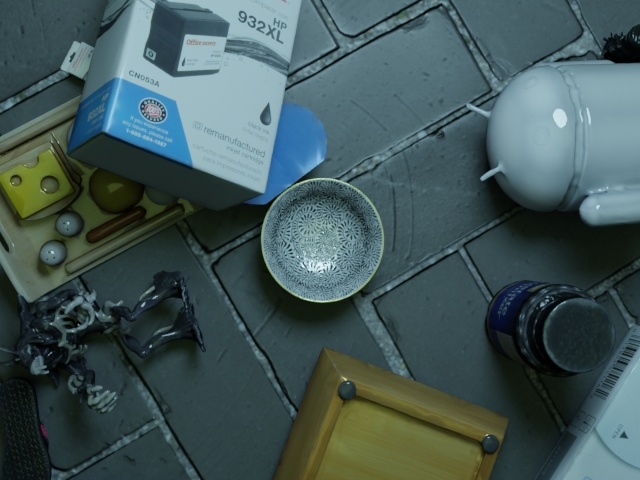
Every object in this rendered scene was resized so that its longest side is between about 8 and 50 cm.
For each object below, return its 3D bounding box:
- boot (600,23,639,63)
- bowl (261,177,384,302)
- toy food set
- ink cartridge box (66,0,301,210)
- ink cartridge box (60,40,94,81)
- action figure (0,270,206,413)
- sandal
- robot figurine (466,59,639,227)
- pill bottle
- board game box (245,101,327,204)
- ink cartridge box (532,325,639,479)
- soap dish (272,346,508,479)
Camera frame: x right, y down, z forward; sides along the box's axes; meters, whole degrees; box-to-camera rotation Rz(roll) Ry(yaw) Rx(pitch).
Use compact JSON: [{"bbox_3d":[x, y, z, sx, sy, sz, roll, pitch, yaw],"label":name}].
[{"bbox_3d":[0.475,-0.271,1.210,0.121,0.099,0.045,20,86,-5],"label":"boot"},{"bbox_3d":[0.000,0.000,1.175,0.170,0.080,0.170,0,89,-5],"label":"bowl"},{"bbox_3d":[-0.315,-0.081,1.131,0.306,0.092,0.220,-29,100,-5],"label":"toy food set"},{"bbox_3d":[-0.164,-0.223,1.068,0.223,0.129,0.307,20,70,-31],"label":"ink cartridge box"},{"bbox_3d":[-0.323,-0.246,1.180,0.083,0.028,0.048,27,88,-4],"label":"ink cartridge box"},{"bbox_3d":[-0.302,0.131,1.114,0.275,0.141,0.164,-17,117,-8],"label":"action figure"},{"bbox_3d":[-0.406,0.276,1.156,0.067,0.040,0.179,-5,90,-2],"label":"sandal"},{"bbox_3d":[0.382,-0.141,1.149,0.353,0.200,0.300,-2,49,-5],"label":"robot figurine"},{"bbox_3d":[0.308,0.118,1.128,0.122,0.219,0.123,0,89,-4],"label":"pill bottle"},{"bbox_3d":[-0.068,-0.116,1.177,0.168,0.033,0.133,-38,60,-5],"label":"board game box"},{"bbox_3d":[0.539,0.353,1.208,0.385,0.091,0.308,34,87,-2],"label":"ink cartridge box"},{"bbox_3d":[0.099,0.307,1.158,0.290,0.118,0.229,22,87,-5],"label":"soap dish"}]
